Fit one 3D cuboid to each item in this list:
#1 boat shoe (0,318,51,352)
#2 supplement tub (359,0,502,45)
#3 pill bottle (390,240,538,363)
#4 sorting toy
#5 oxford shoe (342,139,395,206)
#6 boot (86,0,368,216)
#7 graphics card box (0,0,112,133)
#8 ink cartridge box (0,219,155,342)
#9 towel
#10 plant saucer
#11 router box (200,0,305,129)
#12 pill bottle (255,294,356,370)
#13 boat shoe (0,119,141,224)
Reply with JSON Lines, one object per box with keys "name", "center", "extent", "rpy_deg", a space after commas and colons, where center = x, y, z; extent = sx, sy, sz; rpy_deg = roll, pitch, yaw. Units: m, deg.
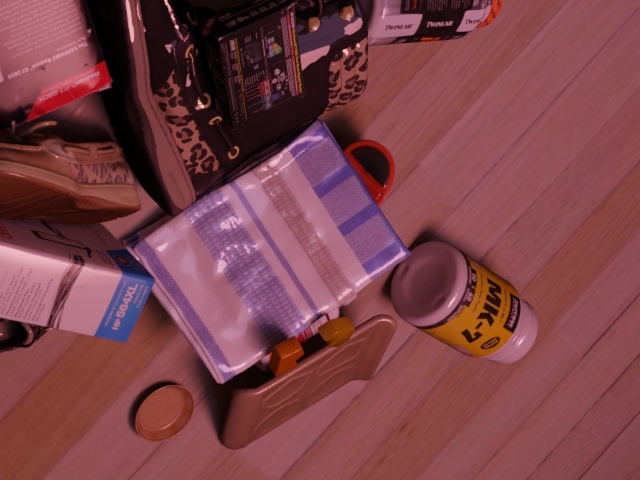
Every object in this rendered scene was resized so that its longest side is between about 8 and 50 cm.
{"name": "boat shoe", "center": [-0.336, 0.098, 1.676], "extent": [0.152, 0.049, 0.056], "rpy_deg": [-21, 127, -25]}
{"name": "supplement tub", "center": [0.113, -0.289, 1.727], "extent": [0.190, 0.117, 0.117], "rpy_deg": [-8, 121, -32]}
{"name": "pill bottle", "center": [0.201, 0.090, 2.022], "extent": [0.208, 0.119, 0.119], "rpy_deg": [30, 97, -44]}
{"name": "sorting toy", "center": [-0.014, 0.158, 1.873], "extent": [0.229, 0.041, 0.307], "rpy_deg": [-25, 160, -20]}
{"name": "oxford shoe", "center": [0.000, 0.000, 1.819], "extent": [0.097, 0.098, 0.271], "rpy_deg": [37, 89, -6]}
{"name": "boot", "center": [-0.100, -0.228, 1.591], "extent": [0.284, 0.138, 0.377], "rpy_deg": [-29, 134, -18]}
{"name": "graphics card box", "center": [-0.359, -0.271, 1.400], "extent": [0.232, 0.094, 0.371], "rpy_deg": [-27, 131, -16]}
{"name": "ink cartridge box", "center": [-0.303, 0.025, 1.587], "extent": [0.203, 0.148, 0.086], "rpy_deg": [17, 106, -42]}
{"name": "towel", "center": [-0.062, 0.013, 1.744], "extent": [0.285, 0.034, 0.209], "rpy_deg": [-34, 98, -4]}
{"name": "plant saucer", "center": [-0.199, 0.215, 1.872], "extent": [0.083, 0.015, 0.083], "rpy_deg": [-18, 125, -28]}
{"name": "router box", "center": [-0.068, -0.186, 1.525], "extent": [0.092, 0.038, 0.122], "rpy_deg": [-27, 138, -20]}
{"name": "pill bottle", "center": [-0.033, 0.090, 1.871], "extent": [0.152, 0.086, 0.086], "rpy_deg": [-35, 132, -15]}
{"name": "boat shoe", "center": [-0.283, -0.073, 1.526], "extent": [0.104, 0.089, 0.285], "rpy_deg": [-13, 171, 17]}
